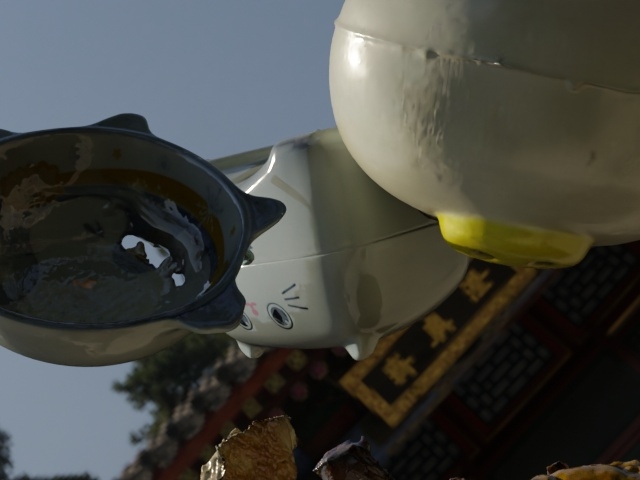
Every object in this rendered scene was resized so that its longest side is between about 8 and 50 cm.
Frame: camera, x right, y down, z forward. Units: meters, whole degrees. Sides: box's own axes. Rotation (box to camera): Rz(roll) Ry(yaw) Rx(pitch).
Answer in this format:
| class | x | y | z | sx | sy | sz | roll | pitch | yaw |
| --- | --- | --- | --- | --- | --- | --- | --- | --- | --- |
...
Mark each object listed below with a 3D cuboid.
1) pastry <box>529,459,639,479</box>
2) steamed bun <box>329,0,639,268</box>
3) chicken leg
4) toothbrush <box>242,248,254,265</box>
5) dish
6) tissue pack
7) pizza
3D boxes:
| class | x | y | z | sx | sy | sz | roll | pitch | yaw |
| --- | --- | --- | --- | --- | --- | --- | --- | --- | --- |
| pastry | 0.252 | 0.315 | 0.923 | 0.356 | 0.356 | 0.163 | -25 | -59 | -32 |
| steamed bun | 0.195 | -0.146 | 0.999 | 0.334 | 0.374 | 0.333 | 13 | -90 | -85 |
| chicken leg | 0.135 | 0.323 | 1.366 | 0.093 | 0.304 | 0.113 | 88 | -156 | -73 |
| toothbrush | -0.107 | -0.025 | 1.039 | 0.016 | 0.219 | 0.019 | -43 | -57 | -4 |
| dish | -0.139 | 0.014 | 0.748 | 0.228 | 0.236 | 0.086 | -12 | -46 | -25 |
| tissue pack | 0.000 | 0.000 | 1.251 | 0.229 | 0.333 | 0.235 | -18 | -84 | -35 |
| pizza | -0.067 | 0.240 | 1.007 | 0.069 | 0.226 | 0.147 | -26 | -41 | 23 |
